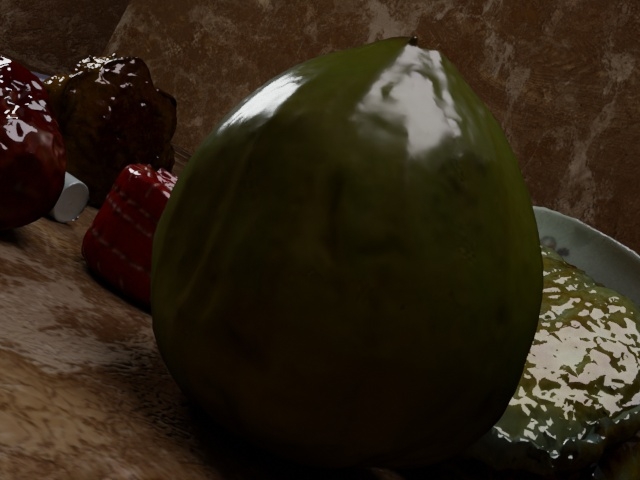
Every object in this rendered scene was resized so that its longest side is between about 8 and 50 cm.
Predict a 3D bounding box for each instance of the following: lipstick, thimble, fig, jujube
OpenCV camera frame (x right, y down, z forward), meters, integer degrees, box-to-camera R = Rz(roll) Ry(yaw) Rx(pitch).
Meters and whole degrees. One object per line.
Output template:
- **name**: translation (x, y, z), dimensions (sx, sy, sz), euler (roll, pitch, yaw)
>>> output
- **lipstick**: translation (-0.405, -0.108, 1.187), dimensions (0.264, 0.059, 0.059), euler (31, 4, 22)
- **thimble**: translation (-0.158, 0.007, 1.020), dimensions (0.189, 0.125, 0.163), euler (31, 4, 18)
- **fig**: translation (0.028, 0.011, 0.770), dimensions (0.343, 0.343, 0.343), euler (29, 4, -2)
- **jujube**: translation (-0.342, -0.104, 0.978), dimensions (0.155, 0.155, 0.230), euler (26, 12, -40)

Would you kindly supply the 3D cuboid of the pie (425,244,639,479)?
- **pie**: translation (0.183, 0.130, 1.044), dimensions (0.418, 0.181, 0.395), euler (30, 39, 35)

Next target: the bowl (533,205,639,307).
- **bowl**: translation (0.317, 0.176, 1.316), dimensions (0.434, 0.196, 0.435), euler (38, -25, 21)

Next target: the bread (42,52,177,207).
- **bread**: translation (-0.318, -0.167, 1.410), dimensions (0.135, 0.232, 0.246), euler (20, 5, 36)

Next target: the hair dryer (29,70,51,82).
- **hair dryer**: translation (-0.505, -0.242, 1.405), dimensions (0.361, 0.121, 0.301), euler (11, 5, -40)
